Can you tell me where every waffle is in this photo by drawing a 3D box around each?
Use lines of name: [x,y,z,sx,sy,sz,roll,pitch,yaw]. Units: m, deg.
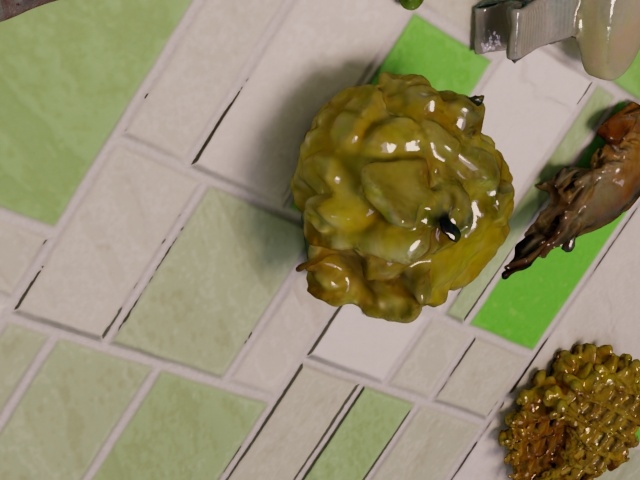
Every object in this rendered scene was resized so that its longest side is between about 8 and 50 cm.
waffle: [0.289,0.210,1.862,0.197,0.070,0.193,-37,136,-12]

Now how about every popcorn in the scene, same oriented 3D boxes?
popcorn: [0.072,-0.035,1.433,0.218,0.169,0.189,52,56,-26]

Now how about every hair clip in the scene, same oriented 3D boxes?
hair clip: [0.245,-0.222,1.533,0.218,0.071,0.159,-17,126,-33]

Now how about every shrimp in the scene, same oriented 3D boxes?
shrimp: [0.251,-0.055,1.654,0.262,0.066,0.117,-31,121,-37]

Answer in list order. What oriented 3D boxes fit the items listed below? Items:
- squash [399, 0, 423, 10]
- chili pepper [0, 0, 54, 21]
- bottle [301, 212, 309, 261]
squash: [0.080,-0.239,1.417,0.027,0.027,0.089,-19,128,-27]
chili pepper: [-0.214,-0.193,1.208,0.153,0.041,0.050,-32,157,-38]
bottle: [0.000,0.000,1.518,0.030,0.030,0.083,-27,132,-21]
